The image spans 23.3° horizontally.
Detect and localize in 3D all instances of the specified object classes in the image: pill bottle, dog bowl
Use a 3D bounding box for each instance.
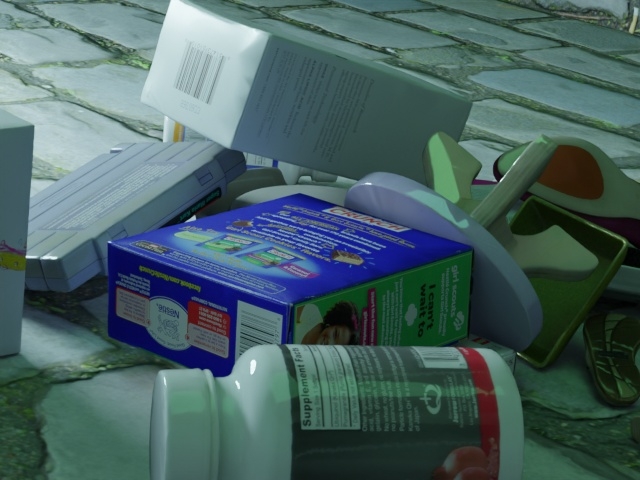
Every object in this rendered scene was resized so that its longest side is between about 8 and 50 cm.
[{"bbox_3d":[0.010,0.183,1.409,0.319,0.176,0.176,2,19,-12],"label":"pill bottle"},{"bbox_3d":[-0.106,-0.156,2.396,0.272,0.152,0.152,5,19,-5],"label":"pill bottle"},{"bbox_3d":[0.000,0.000,2.053,0.349,0.102,0.349,5,18,-2],"label":"dog bowl"}]

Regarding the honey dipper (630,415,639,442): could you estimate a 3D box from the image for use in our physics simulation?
[{"bbox_3d":[0.412,0.200,1.710,0.161,0.030,0.030,-3,21,-30],"label":"honey dipper"}]

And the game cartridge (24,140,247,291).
[{"bbox_3d":[-0.278,-0.034,1.958,0.230,0.068,0.355,6,30,35],"label":"game cartridge"}]

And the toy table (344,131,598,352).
[{"bbox_3d":[0.183,-0.010,1.830,0.274,0.252,0.161,47,57,3],"label":"toy table"}]

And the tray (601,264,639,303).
[{"bbox_3d":[0.427,0.064,2.046,0.270,0.030,0.145,11,-8,13],"label":"tray"}]

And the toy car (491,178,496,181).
[{"bbox_3d":[0.338,-0.074,2.317,0.159,0.136,0.182,0,20,-16],"label":"toy car"}]

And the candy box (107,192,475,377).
[{"bbox_3d":[-0.029,0.054,1.692,0.268,0.122,0.317,18,23,38],"label":"candy box"}]

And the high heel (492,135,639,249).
[{"bbox_3d":[0.385,-0.038,2.170,0.377,0.181,0.127,12,60,-18],"label":"high heel"}]

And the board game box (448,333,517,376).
[{"bbox_3d":[0.051,0.148,1.709,0.193,0.053,0.305,20,23,38],"label":"board game box"}]

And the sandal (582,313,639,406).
[{"bbox_3d":[0.344,0.144,1.832,0.072,0.049,0.180,9,34,1],"label":"sandal"}]

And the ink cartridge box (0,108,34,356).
[{"bbox_3d":[-0.453,-0.015,1.698,0.197,0.270,0.198,-9,24,-41],"label":"ink cartridge box"}]

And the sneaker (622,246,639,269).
[{"bbox_3d":[0.470,0.043,2.167,0.161,0.057,0.075,7,-3,17],"label":"sneaker"}]

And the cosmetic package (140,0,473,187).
[{"bbox_3d":[-0.013,-0.182,2.035,0.385,0.156,0.217,10,14,-45],"label":"cosmetic package"}]

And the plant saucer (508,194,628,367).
[{"bbox_3d":[0.278,0.057,1.920,0.045,0.188,0.188,38,-4,-39],"label":"plant saucer"}]

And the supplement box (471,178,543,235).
[{"bbox_3d":[0.231,-0.001,2.111,0.111,0.113,0.220,6,20,-1],"label":"supplement box"}]
